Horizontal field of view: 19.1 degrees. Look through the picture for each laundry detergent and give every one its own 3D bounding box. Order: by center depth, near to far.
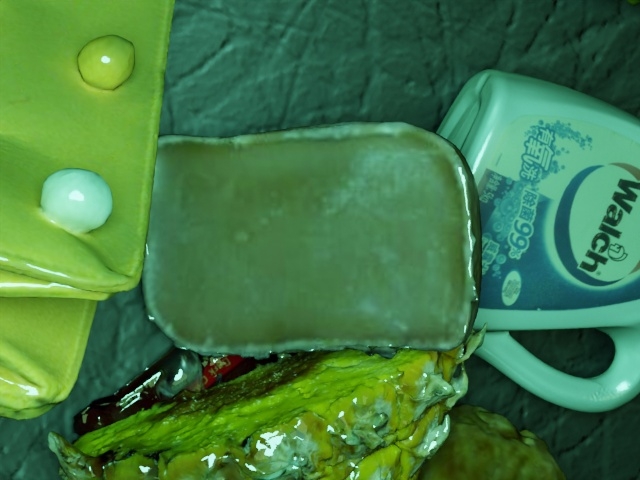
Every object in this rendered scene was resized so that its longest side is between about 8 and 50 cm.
[{"bbox_3d":[0.198,0.015,1.384,0.280,0.105,0.215,25,96,-18],"label":"laundry detergent"}]

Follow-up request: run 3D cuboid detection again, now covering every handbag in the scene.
[{"bbox_3d":[-0.232,-0.105,1.119,0.283,0.401,0.133,19,130,-14],"label":"handbag"}]

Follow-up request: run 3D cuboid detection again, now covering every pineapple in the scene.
[{"bbox_3d":[-0.031,0.171,1.274,0.334,0.161,0.158,-14,108,-3],"label":"pineapple"}]

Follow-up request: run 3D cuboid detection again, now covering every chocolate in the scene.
[{"bbox_3d":[-0.001,0.000,1.296,0.261,0.083,0.161,1,92,26],"label":"chocolate"},{"bbox_3d":[-0.085,0.105,1.354,0.182,0.028,0.086,-35,106,-11],"label":"chocolate"}]

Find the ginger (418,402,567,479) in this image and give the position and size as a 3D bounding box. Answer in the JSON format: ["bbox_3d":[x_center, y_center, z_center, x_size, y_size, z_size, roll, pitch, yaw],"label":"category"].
[{"bbox_3d":[0.147,0.279,1.368,0.165,0.172,0.321,-6,95,-55],"label":"ginger"}]

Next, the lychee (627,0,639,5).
[{"bbox_3d":[0.244,-0.239,1.350,0.171,0.171,0.171,-2,96,-15],"label":"lychee"}]
